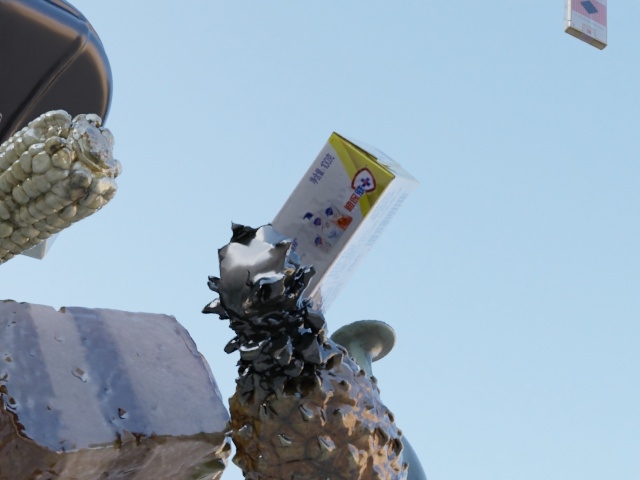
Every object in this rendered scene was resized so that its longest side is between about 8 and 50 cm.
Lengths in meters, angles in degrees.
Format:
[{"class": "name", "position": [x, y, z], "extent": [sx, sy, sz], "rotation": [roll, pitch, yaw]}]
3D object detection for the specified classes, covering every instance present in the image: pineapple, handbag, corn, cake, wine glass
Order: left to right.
[{"class": "handbag", "position": [-0.356, -0.157, 1.452], "extent": [0.308, 0.253, 0.093], "rotation": [24, 13, -48]}, {"class": "corn", "position": [-0.245, -0.023, 1.082], "extent": [0.211, 0.087, 0.087], "rotation": [-33, -53, 22]}, {"class": "cake", "position": [-0.206, 0.187, 1.295], "extent": [0.293, 0.198, 0.196], "rotation": [7, -55, -37]}, {"class": "pineapple", "position": [-0.019, 0.115, 1.186], "extent": [0.158, 0.158, 0.278], "rotation": [-2, -63, 26]}, {"class": "wine glass", "position": [-0.005, 0.261, 1.813], "extent": [0.264, 0.309, 0.096], "rotation": [-7, -42, -4]}]

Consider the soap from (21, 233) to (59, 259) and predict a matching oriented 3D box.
[{"class": "soap", "position": [-0.373, -0.081, 1.874], "extent": [0.064, 0.121, 0.183], "rotation": [14, -63, -1]}]

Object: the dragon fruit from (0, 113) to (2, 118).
[{"class": "dragon fruit", "position": [-0.359, -0.075, 1.226], "extent": [0.121, 0.130, 0.142], "rotation": [29, -28, -10]}]

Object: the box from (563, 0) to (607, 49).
[{"class": "box", "position": [0.253, -0.223, 1.330], "extent": [0.046, 0.083, 0.012], "rotation": [22, -36, -21]}]

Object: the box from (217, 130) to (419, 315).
[{"class": "box", "position": [0.000, 0.000, 1.750], "extent": [0.097, 0.265, 0.168], "rotation": [36, 9, 12]}]
